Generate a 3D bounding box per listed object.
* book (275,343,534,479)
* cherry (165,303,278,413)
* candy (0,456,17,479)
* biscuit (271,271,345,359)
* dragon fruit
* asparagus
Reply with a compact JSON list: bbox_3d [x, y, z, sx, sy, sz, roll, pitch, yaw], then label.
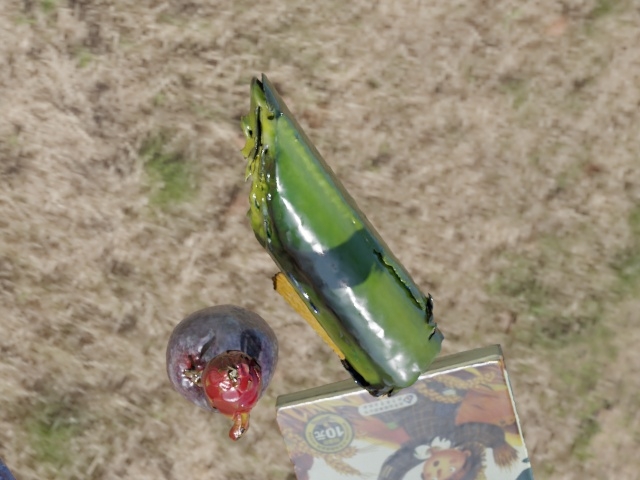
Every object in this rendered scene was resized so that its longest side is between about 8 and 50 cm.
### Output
[{"bbox_3d":[0.138,0.350,1.584,0.300,0.039,0.428,-15,117,6],"label":"book"},{"bbox_3d":[-0.159,0.194,2.011,0.195,0.195,0.195,-16,113,-42],"label":"cherry"},{"bbox_3d":[-0.425,0.308,1.525,0.070,0.275,0.145,-42,166,-13],"label":"candy"},{"bbox_3d":[0.045,0.113,1.877,0.237,0.232,0.013,46,56,-6],"label":"biscuit"},{"bbox_3d":[-0.130,0.227,1.770,0.094,0.094,0.190,-43,153,-28],"label":"dragon fruit"},{"bbox_3d":[0.000,0.000,1.310,0.382,0.128,0.108,54,31,-17],"label":"asparagus"}]
